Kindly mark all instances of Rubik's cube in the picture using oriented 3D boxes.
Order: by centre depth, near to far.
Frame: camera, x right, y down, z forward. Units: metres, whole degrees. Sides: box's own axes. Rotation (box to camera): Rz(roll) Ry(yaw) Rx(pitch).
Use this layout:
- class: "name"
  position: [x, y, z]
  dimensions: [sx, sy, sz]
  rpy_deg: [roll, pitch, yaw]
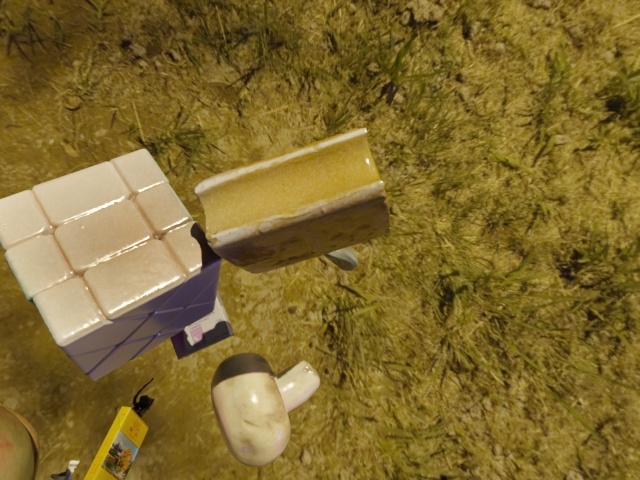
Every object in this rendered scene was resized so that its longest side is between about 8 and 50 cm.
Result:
- class: "Rubik's cube"
  position: [-0.432, 0.057, 0.913]
  dimensions: [0.318, 0.322, 0.316]
  rpy_deg: [-30, 75, -28]

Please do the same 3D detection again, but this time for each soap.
- class: "soap"
  position: [-0.032, -0.062, 0.841]
  dimensions: [0.334, 0.293, 0.156]
  rpy_deg: [-17, 76, 3]

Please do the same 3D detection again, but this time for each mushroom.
- class: "mushroom"
  position: [-0.209, 0.538, 1.398]
  dimensions: [0.353, 0.353, 0.325]
  rpy_deg: [38, 117, -6]

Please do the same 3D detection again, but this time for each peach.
- class: "peach"
  position: [-0.691, 0.452, 0.813]
  dimensions: [0.247, 0.292, 0.293]
  rpy_deg: [-16, 97, -27]

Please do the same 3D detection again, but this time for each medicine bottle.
- class: "medicine bottle"
  position: [-0.405, 0.275, 1.405]
  dimensions: [0.200, 0.052, 0.171]
  rpy_deg: [-24, 80, 5]

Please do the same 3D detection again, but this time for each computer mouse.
- class: "computer mouse"
  position: [0.004, -0.005, 1.484]
  dimensions: [0.095, 0.197, 0.330]
  rpy_deg: [-50, 52, -6]

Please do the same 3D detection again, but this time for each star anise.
- class: "star anise"
  position: [-0.732, 0.660, 1.746]
  dimensions: [0.070, 0.097, 0.191]
  rpy_deg: [17, 56, 20]

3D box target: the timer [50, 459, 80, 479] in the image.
- class: "timer"
  position: [-0.790, 0.827, 1.282]
  dimensions: [0.175, 0.266, 0.175]
  rpy_deg: [-10, 141, -9]

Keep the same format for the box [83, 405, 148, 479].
- class: "box"
  position: [-0.355, 0.380, 0.734]
  dimensions: [0.023, 0.155, 0.087]
  rpy_deg: [0, 133, 14]
